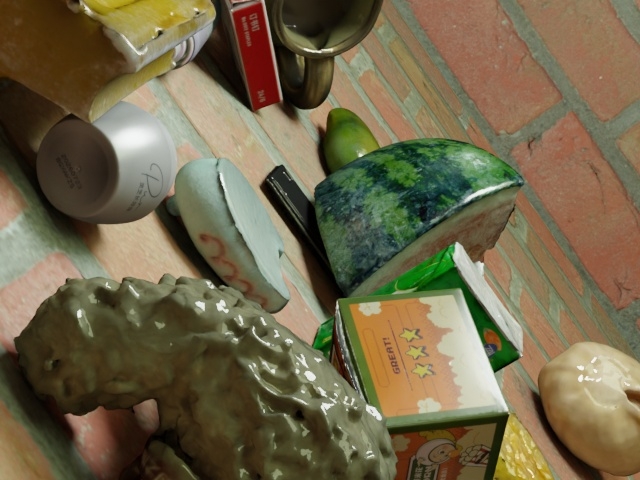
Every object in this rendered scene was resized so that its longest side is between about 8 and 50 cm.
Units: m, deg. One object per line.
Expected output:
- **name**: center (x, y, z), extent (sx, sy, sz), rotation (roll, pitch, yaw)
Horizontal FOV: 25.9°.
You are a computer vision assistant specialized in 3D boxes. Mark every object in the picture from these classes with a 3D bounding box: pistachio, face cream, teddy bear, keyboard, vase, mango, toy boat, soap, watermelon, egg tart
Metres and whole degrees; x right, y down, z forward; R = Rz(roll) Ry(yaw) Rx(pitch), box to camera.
- **pistachio**: center (0.498, 0.304, 2.445), extent (0.193, 0.214, 0.318), rotation (-59, 138, -23)
- **face cream**: center (-0.180, -0.272, 1.785), extent (0.075, 0.075, 0.229), rotation (53, 18, -13)
- **teddy bear**: center (-0.057, 0.175, 1.184), extent (0.357, 0.224, 0.367), rotation (58, 2, 9)
- **keyboard**: center (0.000, 0.000, 1.874), extent (0.230, 0.025, 0.093), rotation (55, 18, -8)
- **vase**: center (-0.028, -0.352, 2.089), extent (0.302, 0.241, 0.329), rotation (-128, -149, -54)
- **mango**: center (0.058, -0.134, 2.173), extent (0.122, 0.085, 0.191), rotation (47, 20, -21)
- **toy boat**: center (-0.104, -0.006, 1.550), extent (0.207, 0.079, 0.134), rotation (55, 21, -44)
- **soap**: center (-0.251, -0.232, 1.311), extent (0.259, 0.143, 0.281), rotation (32, 18, 0)
- **watermelon**: center (0.089, 0.005, 1.886), extent (0.250, 0.292, 0.283), rotation (-2, 20, -27)
- **egg tart**: center (0.210, 0.294, 1.782), extent (0.288, 0.118, 0.288), rotation (44, 23, -24)
- **face cream**: center (-0.199, -0.071, 1.300), extent (0.117, 0.117, 0.104), rotation (58, 25, 5)

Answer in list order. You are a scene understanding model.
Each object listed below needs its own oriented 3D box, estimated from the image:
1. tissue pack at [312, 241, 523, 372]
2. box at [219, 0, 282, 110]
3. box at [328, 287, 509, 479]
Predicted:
- **tissue pack**: center (0.121, 0.112, 1.687), extent (0.148, 0.209, 0.156), rotation (54, 17, -10)
- **box**: center (-0.104, -0.295, 1.920), extent (0.229, 0.050, 0.123), rotation (80, -12, -58)
- **box**: center (0.086, 0.181, 1.424), extent (0.177, 0.148, 0.195), rotation (-106, -164, -46)
